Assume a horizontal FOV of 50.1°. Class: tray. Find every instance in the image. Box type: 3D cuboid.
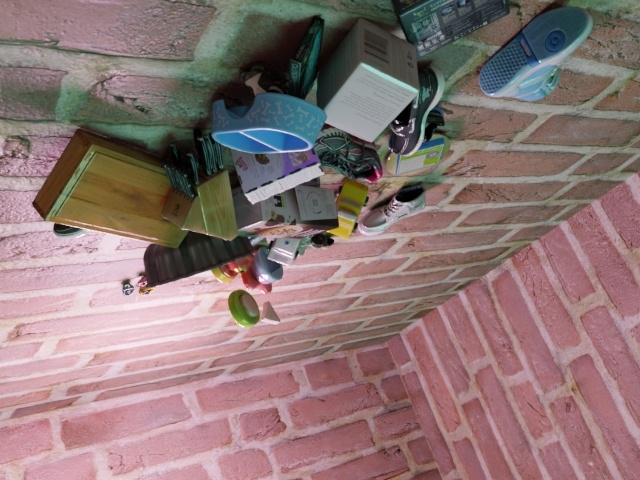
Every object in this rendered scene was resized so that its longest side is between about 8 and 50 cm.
[{"bbox_3d":[-0.442,-0.107,1.617,0.202,0.076,0.411,-54,151,12],"label":"tray"}]

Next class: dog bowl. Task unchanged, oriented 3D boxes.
[{"bbox_3d":[-0.122,-0.246,1.481,0.297,0.074,0.166,4,169,45],"label":"dog bowl"}]

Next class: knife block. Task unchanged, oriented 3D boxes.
[{"bbox_3d":[-0.268,-0.139,1.652,0.276,0.088,0.242,17,101,-58],"label":"knife block"}]

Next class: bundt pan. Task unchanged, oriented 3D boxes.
[{"bbox_3d":[-0.356,0.025,1.948,0.331,0.124,0.331,-18,-176,1],"label":"bundt pan"}]

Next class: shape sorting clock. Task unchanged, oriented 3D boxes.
[{"bbox_3d":[0.298,-0.263,2.090,0.206,0.040,0.206,-15,158,-6],"label":"shape sorting clock"}]

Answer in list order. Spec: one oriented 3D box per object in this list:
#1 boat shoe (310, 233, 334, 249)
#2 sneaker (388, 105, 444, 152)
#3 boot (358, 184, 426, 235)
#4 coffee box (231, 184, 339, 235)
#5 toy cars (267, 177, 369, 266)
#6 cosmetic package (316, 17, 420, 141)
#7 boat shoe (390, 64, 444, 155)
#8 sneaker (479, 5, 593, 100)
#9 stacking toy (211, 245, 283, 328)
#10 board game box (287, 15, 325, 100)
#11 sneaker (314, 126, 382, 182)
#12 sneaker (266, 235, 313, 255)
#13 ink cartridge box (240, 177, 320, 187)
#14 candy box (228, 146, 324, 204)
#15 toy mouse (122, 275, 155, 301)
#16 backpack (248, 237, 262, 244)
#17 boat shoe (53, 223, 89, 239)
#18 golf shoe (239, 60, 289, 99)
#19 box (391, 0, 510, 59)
[{"bbox_3d":[0.000,0.000,2.435,0.049,0.056,0.152,-35,165,20],"label":"boat shoe"},{"bbox_3d":[0.266,-0.301,1.918,0.188,0.078,0.067,-33,156,29],"label":"sneaker"},{"bbox_3d":[0.246,-0.114,2.357,0.258,0.095,0.123,-27,154,-10],"label":"boot"},{"bbox_3d":[-0.111,-0.080,1.896,0.168,0.118,0.297,-17,167,42],"label":"coffee box"},{"bbox_3d":[-0.012,-0.044,2.130,0.394,0.176,0.087,-26,-164,11],"label":"toy cars"},{"bbox_3d":[0.099,-0.345,1.490,0.152,0.151,0.184,20,141,-23],"label":"cosmetic package"},{"bbox_3d":[0.225,-0.330,1.780,0.091,0.114,0.302,-14,146,-21],"label":"boat shoe"},{"bbox_3d":[0.585,-0.471,1.755,0.208,0.127,0.319,1,159,-41],"label":"sneaker"},{"bbox_3d":[-0.203,0.136,2.260,0.130,0.279,0.309,-30,162,24],"label":"stacking toy"},{"bbox_3d":[-0.033,-0.363,1.444,0.026,0.126,0.186,22,156,5],"label":"board game box"},{"bbox_3d":[0.063,-0.228,1.855,0.299,0.111,0.121,1,150,-43],"label":"sneaker"},{"bbox_3d":[-0.053,-0.018,2.237,0.263,0.121,0.099,-33,157,28],"label":"sneaker"},{"bbox_3d":[-0.147,-0.154,1.949,0.232,0.066,0.189,-12,171,43],"label":"ink cartridge box"},{"bbox_3d":[-0.112,-0.204,1.671,0.196,0.164,0.070,-23,157,4],"label":"candy box"},{"bbox_3d":[-0.597,0.146,2.239,0.161,0.031,0.143,-29,158,18],"label":"toy mouse"},{"bbox_3d":[-0.197,-0.040,2.074,0.114,0.084,0.105,-37,179,-40],"label":"backpack"},{"bbox_3d":[-0.558,-0.078,1.678,0.229,0.080,0.076,-22,153,-1],"label":"boat shoe"},{"bbox_3d":[-0.103,-0.316,1.513,0.077,0.093,0.198,-32,158,23],"label":"golf shoe"},{"bbox_3d":[0.283,-0.505,1.468,0.233,0.059,0.183,-25,159,12],"label":"box"}]
